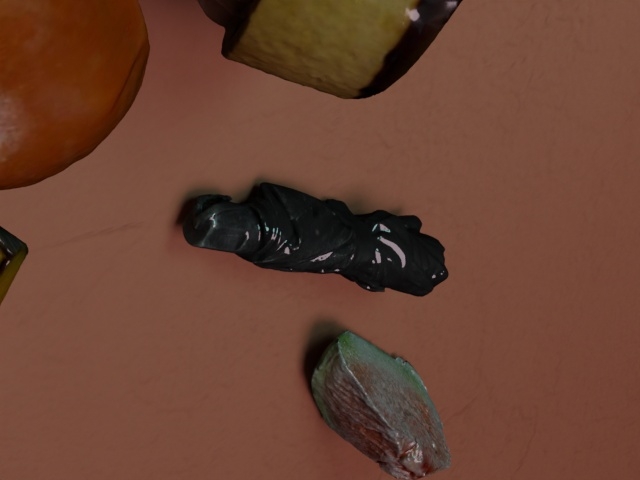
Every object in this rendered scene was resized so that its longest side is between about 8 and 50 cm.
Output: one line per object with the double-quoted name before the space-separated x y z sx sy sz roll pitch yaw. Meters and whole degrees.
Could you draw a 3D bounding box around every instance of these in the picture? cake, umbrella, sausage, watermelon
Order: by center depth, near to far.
"sausage" -0.176 -0.141 0.796 0.141 0.153 0.268 -26 136 -15
"cake" -0.008 -0.197 0.927 0.178 0.185 0.208 31 120 -17
"umbrella" 0.000 0.000 1.176 0.235 0.066 0.059 9 119 -47
"watermelon" 0.044 0.132 1.321 0.081 0.094 0.180 -49 128 1

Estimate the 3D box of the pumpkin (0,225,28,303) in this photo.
"pumpkin" -0.283 0.067 0.915 0.169 0.148 0.312 25 110 -7
